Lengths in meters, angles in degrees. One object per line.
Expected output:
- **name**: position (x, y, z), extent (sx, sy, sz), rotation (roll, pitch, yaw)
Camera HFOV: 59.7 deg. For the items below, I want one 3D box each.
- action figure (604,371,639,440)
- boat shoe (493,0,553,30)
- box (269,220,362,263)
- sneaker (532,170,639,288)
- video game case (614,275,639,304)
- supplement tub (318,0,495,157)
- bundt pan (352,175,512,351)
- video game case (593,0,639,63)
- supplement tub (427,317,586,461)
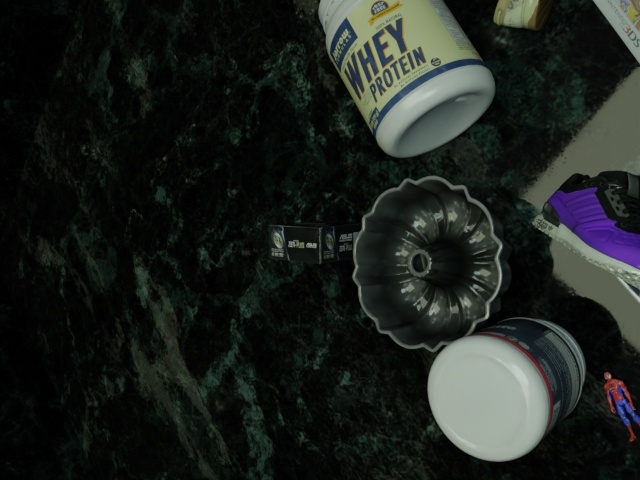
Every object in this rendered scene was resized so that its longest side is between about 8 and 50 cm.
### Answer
- **action figure**: position (0.510, 0.277, 0.942), extent (0.038, 0.030, 0.115), rotation (-35, 69, 40)
- **boat shoe**: position (0.370, -0.514, 0.956), extent (0.089, 0.104, 0.285), rotation (20, 106, 34)
- **box**: position (0.000, 0.000, 1.242), extent (0.147, 0.180, 0.078), rotation (4, 97, 40)
- **sneaker**: position (0.448, -0.035, 0.856), extent (0.146, 0.102, 0.293), rotation (-61, 21, 14)
- **video game case**: position (0.591, 0.063, 0.865), extent (0.183, 0.023, 0.201), rotation (-48, 65, 31)
- **supplement tub**: position (0.153, -0.348, 1.060), extent (0.235, 0.235, 0.325), rotation (-38, 69, 34)
- **bundt pan**: position (0.226, 0.044, 1.085), extent (0.330, 0.124, 0.331), rotation (-4, 85, 44)
- **video game case**: position (0.519, -0.393, 0.823), extent (0.206, 0.026, 0.227), rotation (64, 157, 16)
- **supplement tub**: position (0.320, 0.234, 0.935), extent (0.191, 0.272, 0.191), rotation (3, 94, 39)
